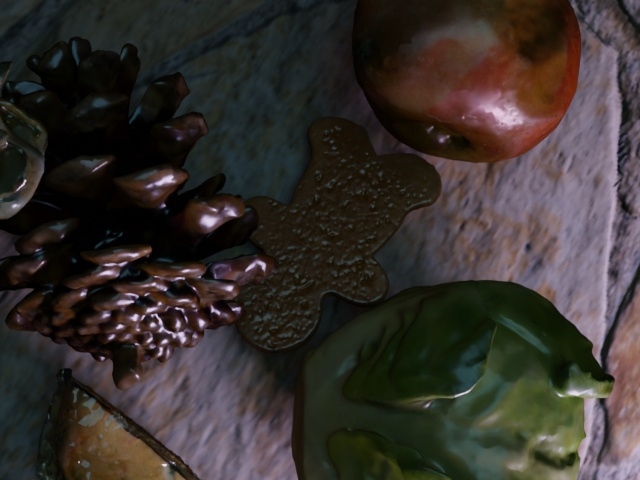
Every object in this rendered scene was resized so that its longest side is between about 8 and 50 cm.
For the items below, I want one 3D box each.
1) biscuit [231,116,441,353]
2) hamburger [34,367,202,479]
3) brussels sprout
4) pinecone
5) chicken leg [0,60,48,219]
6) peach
[{"bbox_3d":[0.000,0.000,0.996,0.165,0.036,0.250,30,73,6],"label":"biscuit"},{"bbox_3d":[-0.190,0.201,0.903,0.176,0.087,0.102,43,85,-17],"label":"hamburger"},{"bbox_3d":[0.115,0.166,0.911,0.294,0.227,0.260,-1,86,5],"label":"brussels sprout"},{"bbox_3d":[-0.169,-0.026,0.862,0.243,0.244,0.309,-8,75,-19],"label":"pinecone"},{"bbox_3d":[-0.350,0.029,0.756,0.429,0.201,0.152,-37,139,17],"label":"chicken leg"},{"bbox_3d":[0.124,-0.178,0.976,0.235,0.214,0.214,4,82,-39],"label":"peach"}]
